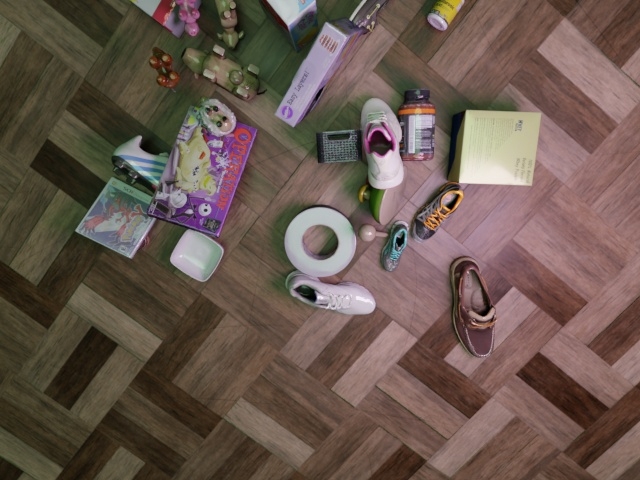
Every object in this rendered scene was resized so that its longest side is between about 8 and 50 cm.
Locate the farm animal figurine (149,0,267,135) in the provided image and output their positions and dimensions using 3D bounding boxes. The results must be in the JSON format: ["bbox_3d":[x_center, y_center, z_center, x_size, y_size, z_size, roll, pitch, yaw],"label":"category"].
[{"bbox_3d":[-0.292,-0.511,1.167,0.327,0.172,0.330,42,90,-19],"label":"farm animal figurine"}]

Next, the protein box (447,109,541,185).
[{"bbox_3d":[0.488,-0.262,1.198,0.201,0.136,0.199,2,101,2],"label":"protein box"}]

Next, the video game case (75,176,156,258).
[{"bbox_3d":[-0.615,-0.072,1.293,0.183,0.023,0.201,27,74,-4],"label":"video game case"}]

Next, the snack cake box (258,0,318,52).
[{"bbox_3d":[-0.088,-0.605,1.081,0.089,0.264,0.152,-39,98,9],"label":"snack cake box"}]

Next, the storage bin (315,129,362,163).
[{"bbox_3d":[0.054,-0.266,1.191,0.122,0.180,0.084,-4,101,3],"label":"storage bin"}]

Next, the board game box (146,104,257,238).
[{"bbox_3d":[-0.336,-0.199,1.210,0.208,0.056,0.346,19,77,-11],"label":"board game box"}]

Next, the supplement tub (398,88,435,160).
[{"bbox_3d":[0.277,-0.331,1.209,0.106,0.106,0.197,-1,101,2],"label":"supplement tub"}]

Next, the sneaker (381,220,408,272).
[{"bbox_3d":[0.232,0.024,1.299,0.065,0.076,0.166,12,102,0],"label":"sneaker"}]

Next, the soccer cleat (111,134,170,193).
[{"bbox_3d":[-0.458,-0.180,1.265,0.331,0.116,0.143,41,63,-20],"label":"soccer cleat"}]

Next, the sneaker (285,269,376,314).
[{"bbox_3d":[0.030,0.182,1.314,0.297,0.129,0.111,13,100,-2],"label":"sneaker"}]

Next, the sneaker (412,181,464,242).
[{"bbox_3d":[0.354,-0.084,1.269,0.084,0.083,0.215,32,103,-6],"label":"sneaker"}]

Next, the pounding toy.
[{"bbox_3d":[0.162,-0.124,1.243,0.110,0.183,0.236,24,107,23],"label":"pounding toy"}]

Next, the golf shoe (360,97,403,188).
[{"bbox_3d":[0.164,-0.291,1.128,0.115,0.140,0.306,-11,60,9],"label":"golf shoe"}]

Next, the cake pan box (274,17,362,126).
[{"bbox_3d":[-0.005,-0.439,1.091,0.070,0.245,0.267,35,121,-4],"label":"cake pan box"}]

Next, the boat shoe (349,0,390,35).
[{"bbox_3d":[0.134,-0.626,1.162,0.069,0.081,0.227,33,99,-1],"label":"boat shoe"}]

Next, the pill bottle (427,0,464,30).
[{"bbox_3d":[0.355,-0.652,1.157,0.065,0.065,0.116,34,100,-5],"label":"pill bottle"}]

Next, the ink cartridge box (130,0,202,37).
[{"bbox_3d":[-0.448,-0.679,1.148,0.176,0.128,0.127,36,101,-6],"label":"ink cartridge box"}]

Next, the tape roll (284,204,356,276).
[{"bbox_3d":[0.000,0.000,1.305,0.219,0.072,0.219,0,102,1],"label":"tape roll"}]

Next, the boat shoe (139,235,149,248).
[{"bbox_3d":[-0.650,-0.031,1.323,0.207,0.073,0.073,22,105,-1],"label":"boat shoe"}]

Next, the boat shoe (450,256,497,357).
[{"bbox_3d":[0.485,0.226,1.308,0.123,0.123,0.341,-10,101,4],"label":"boat shoe"}]

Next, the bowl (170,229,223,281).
[{"bbox_3d":[-0.388,0.043,1.338,0.142,0.053,0.142,33,101,-4],"label":"bowl"}]
